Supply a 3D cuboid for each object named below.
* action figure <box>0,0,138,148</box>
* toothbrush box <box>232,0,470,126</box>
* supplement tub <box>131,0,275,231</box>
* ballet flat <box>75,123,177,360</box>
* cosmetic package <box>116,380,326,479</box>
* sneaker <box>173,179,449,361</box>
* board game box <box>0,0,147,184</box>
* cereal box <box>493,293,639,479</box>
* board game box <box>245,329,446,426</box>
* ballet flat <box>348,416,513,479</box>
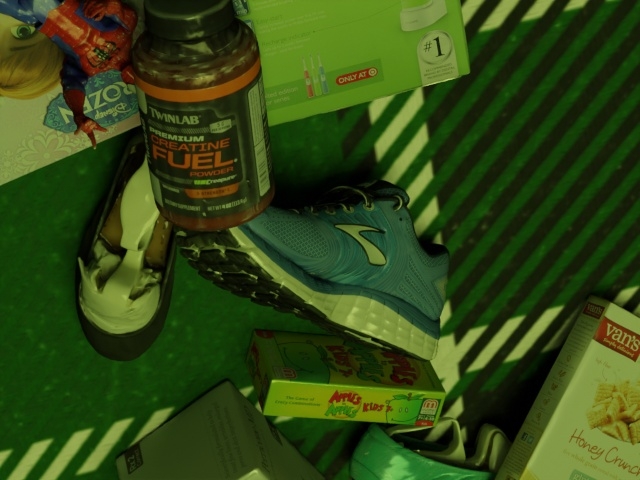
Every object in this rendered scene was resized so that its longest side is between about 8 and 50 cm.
[{"bbox_3d":[-0.226,-0.182,1.353,0.280,0.139,0.091,36,105,-33],"label":"action figure"},{"bbox_3d":[-0.004,-0.260,1.449,0.206,0.122,0.283,-16,124,-4],"label":"toothbrush box"},{"bbox_3d":[-0.097,-0.112,1.397,0.106,0.106,0.198,-12,126,-8],"label":"supplement tub"},{"bbox_3d":[-0.176,0.004,1.575,0.095,0.096,0.280,17,115,3],"label":"ballet flat"},{"bbox_3d":[-0.086,0.276,1.732,0.151,0.151,0.183,-36,124,7],"label":"cosmetic package"},{"bbox_3d":[0.000,0.000,1.608,0.330,0.130,0.147,26,78,-43],"label":"sneaker"},{"bbox_3d":[-0.309,-0.194,1.439,0.319,0.066,0.318,-24,124,-1],"label":"board game box"},{"bbox_3d":[0.299,0.198,1.807,0.173,0.047,0.240,28,89,-28],"label":"cereal box"},{"bbox_3d":[0.024,0.137,1.714,0.181,0.092,0.043,6,117,-18],"label":"board game box"},{"bbox_3d":[0.151,0.233,1.817,0.247,0.083,0.087,9,104,-22],"label":"ballet flat"}]
